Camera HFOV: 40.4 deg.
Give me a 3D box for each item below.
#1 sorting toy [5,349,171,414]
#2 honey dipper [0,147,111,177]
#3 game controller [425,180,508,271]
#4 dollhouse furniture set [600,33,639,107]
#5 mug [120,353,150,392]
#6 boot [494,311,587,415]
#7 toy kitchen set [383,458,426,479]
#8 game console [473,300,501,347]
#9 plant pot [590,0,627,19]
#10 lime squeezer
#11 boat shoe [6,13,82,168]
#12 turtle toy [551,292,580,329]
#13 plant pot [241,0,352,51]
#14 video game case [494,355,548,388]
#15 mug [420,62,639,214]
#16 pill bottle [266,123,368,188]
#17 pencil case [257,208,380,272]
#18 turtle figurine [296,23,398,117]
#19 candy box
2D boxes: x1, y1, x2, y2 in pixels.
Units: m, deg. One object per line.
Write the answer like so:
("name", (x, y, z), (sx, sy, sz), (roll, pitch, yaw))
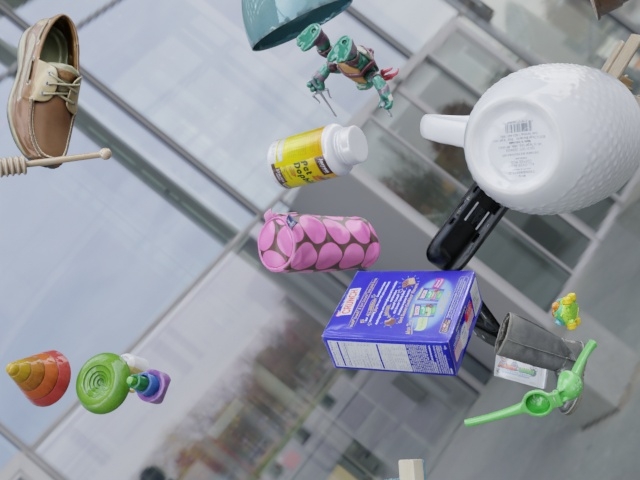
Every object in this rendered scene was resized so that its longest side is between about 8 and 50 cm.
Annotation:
("sorting toy", (-0.485, 0.275, 1.740), (0.126, 0.366, 0.127), (41, -126, -61))
("honey dipper", (-0.385, -0.115, 1.265), (0.161, 0.030, 0.030), (-9, -24, -22))
("game controller", (0.384, -0.061, 2.155), (0.166, 0.067, 0.319), (33, -86, -43))
("dollhouse furniture set", (0.667, -0.339, 1.802), (0.123, 0.151, 0.144), (-62, 9, 14))
("mug", (-0.402, 0.276, 1.853), (0.062, 0.078, 0.064), (-38, -32, 0))
("boot", (0.491, 0.278, 1.956), (0.076, 0.209, 0.189), (148, 138, -64))
("toy kitchen set", (0.225, 0.622, 2.237), (0.166, 0.122, 0.207), (7, -16, -40))
("game console", (0.455, 0.217, 2.309), (0.044, 0.213, 0.361), (-53, -44, -10))
("plant pot", (0.474, -0.441, 1.312), (0.165, 0.166, 0.167), (-18, 6, 19))
("lime squeezer", (0.422, 0.281, 1.649), (0.310, 0.058, 0.110), (-30, 33, -10))
("boat shoe", (-0.524, -0.301, 1.679), (0.123, 0.323, 0.120), (14, -31, -43))
("turtle toy", (0.686, 0.197, 2.432), (0.066, 0.095, 0.130), (-9, 4, 31))
("plant pot", (-0.089, -0.640, 2.238), (0.290, 0.195, 0.290), (-26, 4, 2))
("video game case", (0.582, 0.340, 2.509), (0.019, 0.157, 0.143), (-9, -74, -54))
("mug", (0.364, -0.188, 1.586), (0.328, 0.374, 0.276), (-16, -66, -56))
("pill bottle", (-0.005, -0.190, 1.939), (0.215, 0.117, 0.117), (-12, 20, 33))
("pencil case", (0.000, 0.000, 1.395), (0.209, 0.098, 0.095), (3, -35, -47))
("turtle figurine", (0.054, -0.316, 1.635), (0.234, 0.175, 0.118), (38, -116, -59))
("candy box", (0.202, 0.192, 2.107), (0.268, 0.317, 0.122), (-58, -40, -47))
